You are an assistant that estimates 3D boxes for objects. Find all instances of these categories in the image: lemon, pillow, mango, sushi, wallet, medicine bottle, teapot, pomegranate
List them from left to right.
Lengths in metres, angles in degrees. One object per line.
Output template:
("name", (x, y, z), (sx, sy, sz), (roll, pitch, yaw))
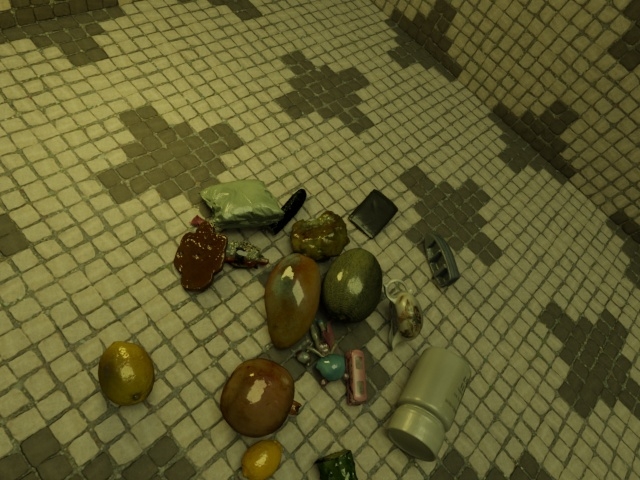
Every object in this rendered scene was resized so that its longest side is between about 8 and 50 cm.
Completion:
("lemon", (-0.622, 0.424, 1.347), (0.170, 0.170, 0.207), (-20, 63, -28))
("pillow", (-0.342, -0.162, 1.786), (0.310, 0.138, 0.283), (-10, 44, -22))
("sushi", (-0.318, 0.054, 1.713), (0.226, 0.103, 0.097), (13, 41, -15))
("lemon", (-0.189, 0.715, 1.369), (0.155, 0.114, 0.114), (-23, 71, -37))
("pomegranate", (-0.191, 0.528, 1.407), (0.270, 0.229, 0.252), (29, 56, -9))
("mango", (-0.113, 0.228, 1.630), (0.221, 0.199, 0.384), (11, 73, 10))
("wallet", (0.258, -0.131, 2.058), (0.168, 0.052, 0.245), (41, 61, 6))
("teapot", (0.337, 0.302, 1.737), (0.139, 0.204, 0.298), (-7, 92, -5))
("medicine bottle", (0.414, 0.609, 1.588), (0.211, 0.211, 0.371), (37, 56, 3))

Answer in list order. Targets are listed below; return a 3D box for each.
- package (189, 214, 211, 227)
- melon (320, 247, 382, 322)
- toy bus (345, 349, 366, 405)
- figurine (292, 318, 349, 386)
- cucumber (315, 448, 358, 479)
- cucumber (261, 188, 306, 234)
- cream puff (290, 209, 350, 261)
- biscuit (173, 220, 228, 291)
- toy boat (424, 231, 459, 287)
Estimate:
("package", (-0.503, -0.071, 1.759), (0.083, 0.029, 0.059), (32, 52, 10))
("melon", (0.132, 0.182, 1.710), (0.248, 0.248, 0.329), (28, 57, -3))
("toy bus", (0.133, 0.523, 1.608), (0.063, 0.090, 0.203), (8, 60, -16))
("figurine", (0.000, 0.423, 1.612), (0.205, 0.103, 0.260), (-4, 53, -24))
("cucumber", (0.078, 0.834, 1.397), (0.134, 0.134, 0.244), (-11, 70, -25))
("cucumber", (-0.144, -0.138, 1.898), (0.081, 0.072, 0.303), (27, 54, 19))
("cream puff", (0.000, -0.001, 1.827), (0.282, 0.185, 0.282), (-12, 33, 8))
("biscuit", (-0.470, 0.060, 1.649), (0.208, 0.041, 0.290), (3, 68, 9))
("toy boat", (0.569, 0.083, 1.997), (0.078, 0.127, 0.283), (1, 57, -20))
